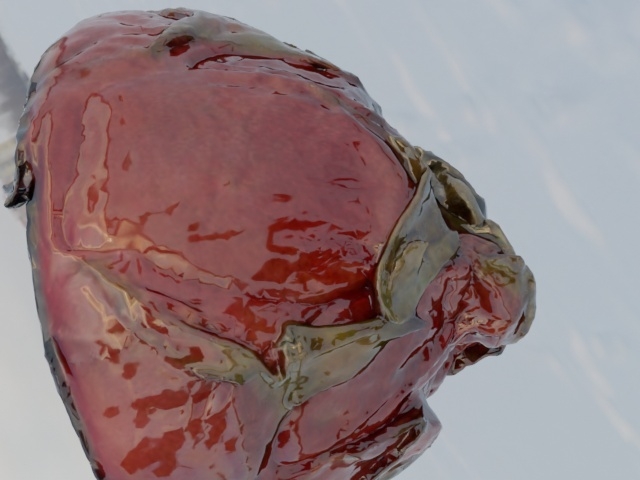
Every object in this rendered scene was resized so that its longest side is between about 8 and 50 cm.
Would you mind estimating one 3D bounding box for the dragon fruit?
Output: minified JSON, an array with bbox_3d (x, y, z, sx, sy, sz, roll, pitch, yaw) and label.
[{"bbox_3d":[0.000,0.003,0.408,0.224,0.148,0.218,-15,-91,-78],"label":"dragon fruit"}]
